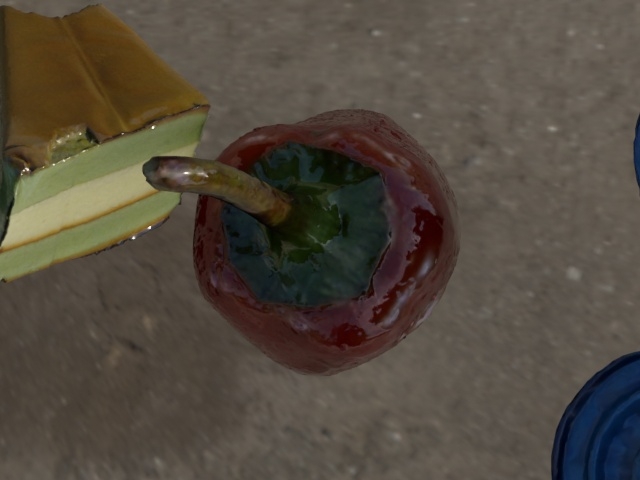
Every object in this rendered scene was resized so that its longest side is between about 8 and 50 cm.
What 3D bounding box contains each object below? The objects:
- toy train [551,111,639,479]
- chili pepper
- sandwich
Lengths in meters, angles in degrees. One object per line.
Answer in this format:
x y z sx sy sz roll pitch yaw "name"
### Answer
0.257 0.060 0.796 0.188 0.265 0.300 21 82 -56 "toy train"
0.005 0.001 0.928 0.134 0.338 0.131 -24 91 -1 "chili pepper"
-0.254 -0.096 1.694 0.227 0.198 0.155 -24 148 -42 "sandwich"
